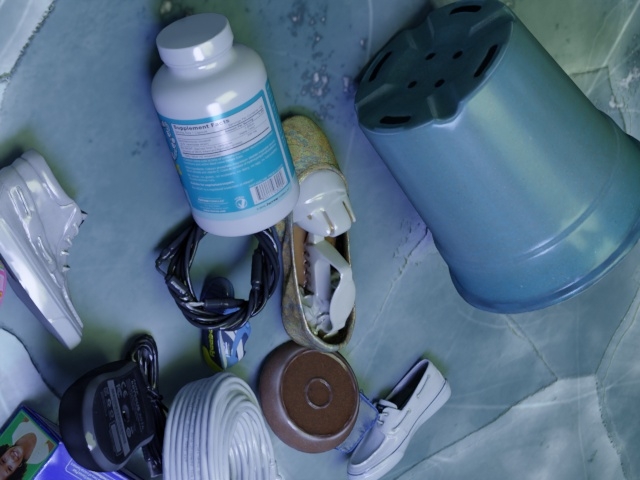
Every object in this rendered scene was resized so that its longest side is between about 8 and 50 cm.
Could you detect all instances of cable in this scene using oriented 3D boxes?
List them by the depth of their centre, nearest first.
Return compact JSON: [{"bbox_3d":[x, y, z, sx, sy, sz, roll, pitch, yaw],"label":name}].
[{"bbox_3d":[-0.120,0.030,1.904,0.150,0.047,0.184,49,61,-5],"label":"cable"},{"bbox_3d":[-0.136,0.306,1.942,0.257,0.089,0.257,-51,133,-69],"label":"cable"}]

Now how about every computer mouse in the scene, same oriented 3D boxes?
[{"bbox_3d":[-0.266,0.226,1.815,0.272,0.072,0.188,-8,88,-76],"label":"computer mouse"}]

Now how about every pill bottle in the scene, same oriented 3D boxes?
[{"bbox_3d":[-0.123,-0.147,1.794,0.146,0.146,0.264,-31,126,-23],"label":"pill bottle"}]

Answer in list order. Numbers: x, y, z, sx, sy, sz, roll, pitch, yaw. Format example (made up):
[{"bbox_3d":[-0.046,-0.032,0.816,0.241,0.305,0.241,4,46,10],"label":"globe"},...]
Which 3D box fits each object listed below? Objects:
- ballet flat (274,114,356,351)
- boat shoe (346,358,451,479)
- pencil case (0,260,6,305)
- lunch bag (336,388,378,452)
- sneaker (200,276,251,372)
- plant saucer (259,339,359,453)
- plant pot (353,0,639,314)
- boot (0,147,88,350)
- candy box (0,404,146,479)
[{"bbox_3d":[0.000,0.000,1.977,0.123,0.123,0.348,-19,120,-30],"label":"ballet flat"},{"bbox_3d":[0.107,0.275,2.219,0.226,0.083,0.076,-47,120,-26],"label":"boat shoe"},{"bbox_3d":[-0.493,0.021,1.604,0.284,0.124,0.124,28,92,-41],"label":"pencil case"},{"bbox_3d":[0.035,0.263,2.156,0.098,0.065,0.067,-47,112,-13],"label":"lunch bag"},{"bbox_3d":[-0.129,0.110,1.971,0.059,0.053,0.144,-20,126,-36],"label":"sneaker"},{"bbox_3d":[-0.009,0.222,2.069,0.168,0.029,0.168,8,73,-29],"label":"plant saucer"},{"bbox_3d":[0.237,-0.131,1.982,0.341,0.341,0.334,-49,123,-9],"label":"plant pot"},{"bbox_3d":[-0.325,0.012,1.746,0.123,0.095,0.258,-40,132,-19],"label":"boot"},{"bbox_3d":[-0.371,0.418,1.874,0.317,0.122,0.268,-54,132,-7],"label":"candy box"}]
